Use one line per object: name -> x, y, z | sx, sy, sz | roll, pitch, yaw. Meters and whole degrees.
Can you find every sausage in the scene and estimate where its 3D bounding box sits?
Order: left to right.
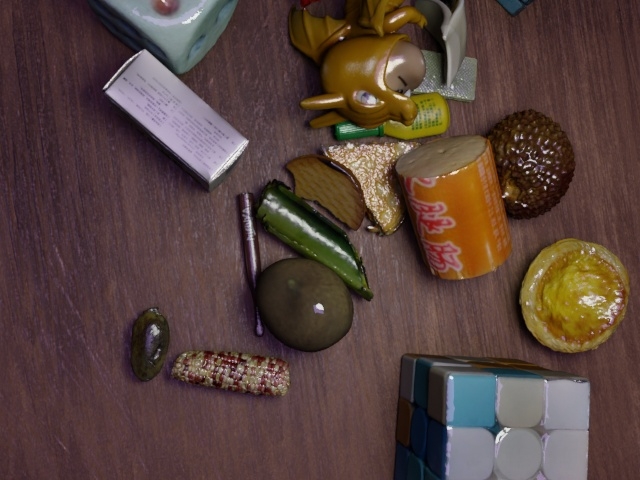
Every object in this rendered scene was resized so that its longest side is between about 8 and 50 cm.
sausage -> 0.324, -0.084, 1.512 | 0.233, 0.233, 0.287 | -24, 113, -10

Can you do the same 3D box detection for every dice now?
dice -> -0.359, -0.571, 1.443 | 0.268, 0.264, 0.263 | 35, 82, -7

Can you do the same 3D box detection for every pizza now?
pizza -> 0.137, -0.136, 1.601 | 0.287, 0.074, 0.252 | 0, 86, -9

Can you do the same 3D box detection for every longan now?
longan -> -0.042, 0.150, 1.475 | 0.245, 0.246, 0.215 | 26, 55, -7

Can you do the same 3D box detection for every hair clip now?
hair clip -> 0.328, -0.557, 1.602 | 0.113, 0.173, 0.282 | -18, 54, 4

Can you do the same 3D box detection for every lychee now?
lychee -> 0.525, -0.199, 1.589 | 0.267, 0.267, 0.268 | 1, 87, -10

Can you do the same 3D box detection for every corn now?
corn -> -0.213, 0.320, 1.508 | 0.289, 0.098, 0.098 | 7, 86, -6

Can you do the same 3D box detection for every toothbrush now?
toothbrush -> -0.168, 0.059, 1.556 | 0.040, 0.041, 0.364 | -6, 88, -10

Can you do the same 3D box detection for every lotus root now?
lotus root -> -0.406, 0.247, 1.483 | 0.089, 0.080, 0.180 | 5, 86, -8

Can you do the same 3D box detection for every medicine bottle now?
medicine bottle -> 0.184, -0.311, 1.616 | 0.308, 0.076, 0.111 | -11, 87, -9

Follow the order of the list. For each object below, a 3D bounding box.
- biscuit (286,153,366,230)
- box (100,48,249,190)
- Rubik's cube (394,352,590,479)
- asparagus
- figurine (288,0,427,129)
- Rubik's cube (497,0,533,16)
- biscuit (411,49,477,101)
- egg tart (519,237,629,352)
biscuit -> 0.023, -0.119, 1.563 | 0.176, 0.031, 0.229 | -16, 111, 32
box -> -0.342, -0.276, 1.476 | 0.332, 0.173, 0.145 | 41, 79, -6
Rubik's cube -> 0.390, 0.464, 1.478 | 0.346, 0.344, 0.347 | 6, 85, -8
asparagus -> 0.000, 0.000, 1.554 | 0.381, 0.108, 0.128 | 36, 51, -7
figurine -> 0.091, -0.473, 1.516 | 0.268, 0.400, 0.388 | 12, 82, -47
Rubik's cube -> 0.548, -0.851, 1.573 | 0.337, 0.344, 0.344 | 43, 82, -4
biscuit -> 0.319, -0.443, 1.666 | 0.199, 0.040, 0.121 | 6, 87, -9
egg tart -> 0.659, 0.143, 1.650 | 0.318, 0.128, 0.319 | 0, 89, -10
